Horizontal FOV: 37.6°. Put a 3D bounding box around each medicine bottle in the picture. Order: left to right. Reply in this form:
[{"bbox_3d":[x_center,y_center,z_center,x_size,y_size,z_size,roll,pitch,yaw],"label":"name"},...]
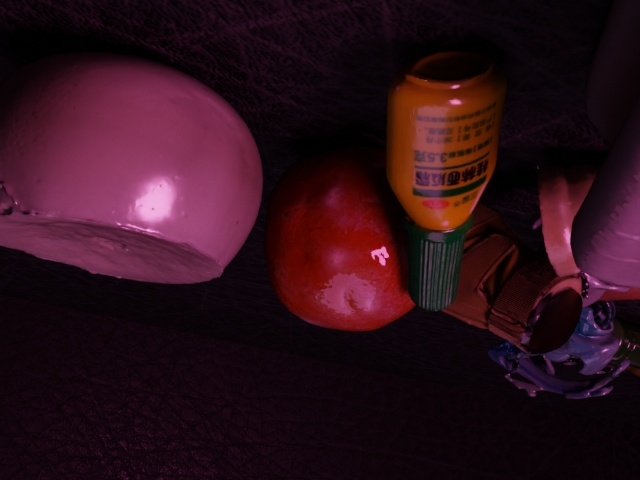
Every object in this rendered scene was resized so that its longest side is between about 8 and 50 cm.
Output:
[{"bbox_3d":[0.119,-0.048,0.939,0.111,0.076,0.309,-8,136,-5],"label":"medicine bottle"}]

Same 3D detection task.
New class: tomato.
[{"bbox_3d":[0.032,-0.004,1.125,0.188,0.232,0.232,9,168,-32],"label":"tomato"}]

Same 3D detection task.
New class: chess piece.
[{"bbox_3d":[0.387,-0.042,1.000,0.300,0.137,0.137,-9,160,18],"label":"chess piece"}]

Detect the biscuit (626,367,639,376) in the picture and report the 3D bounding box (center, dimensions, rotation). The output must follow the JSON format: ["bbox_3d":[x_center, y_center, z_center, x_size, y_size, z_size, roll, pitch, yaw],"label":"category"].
[{"bbox_3d":[0.763,0.267,1.922,0.236,0.062,0.291,27,164,-4],"label":"biscuit"}]

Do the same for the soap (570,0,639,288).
[{"bbox_3d":[0.361,-0.095,0.598,0.350,0.213,0.435,7,166,6],"label":"soap"}]

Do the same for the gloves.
[{"bbox_3d":[0.185,0.027,1.193,0.141,0.154,0.331,32,-178,-39],"label":"gloves"}]

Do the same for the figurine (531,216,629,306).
[{"bbox_3d":[0.332,0.032,1.245,0.147,0.126,0.192,-5,-166,13],"label":"figurine"}]

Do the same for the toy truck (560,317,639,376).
[{"bbox_3d":[0.551,0.195,1.797,0.242,0.101,0.125,16,160,-33],"label":"toy truck"}]

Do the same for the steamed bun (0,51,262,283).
[{"bbox_3d":[-0.218,-0.082,1.024,0.324,0.206,0.324,7,167,2],"label":"steamed bun"}]

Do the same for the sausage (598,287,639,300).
[{"bbox_3d":[0.439,0.054,1.380,0.078,0.078,0.304,21,162,-38],"label":"sausage"}]

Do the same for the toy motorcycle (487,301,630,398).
[{"bbox_3d":[0.420,0.177,1.659,0.154,0.206,0.260,-26,-169,-38],"label":"toy motorcycle"}]
